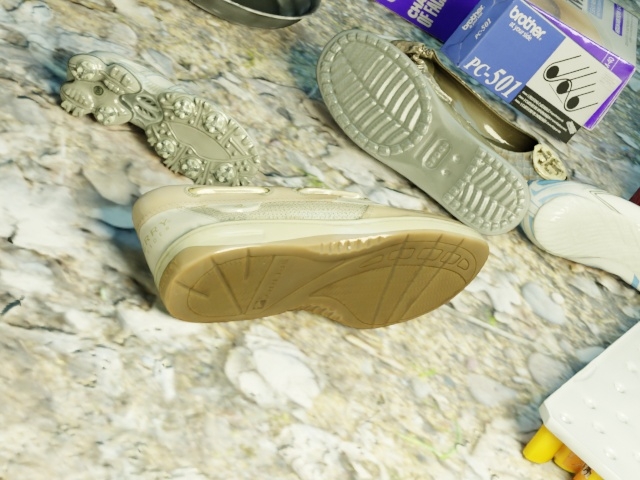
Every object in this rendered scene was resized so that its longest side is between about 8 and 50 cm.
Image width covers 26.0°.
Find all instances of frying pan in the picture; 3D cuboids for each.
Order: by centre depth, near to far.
[{"bbox_3d":[-0.106,-0.249,1.377,0.197,0.053,0.326,30,31,-3],"label":"frying pan"}]

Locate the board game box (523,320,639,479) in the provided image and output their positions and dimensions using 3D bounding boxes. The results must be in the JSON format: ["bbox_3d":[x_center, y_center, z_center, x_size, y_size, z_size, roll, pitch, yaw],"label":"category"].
[{"bbox_3d":[0.390,0.222,1.150,0.390,0.050,0.390,42,30,16],"label":"board game box"}]

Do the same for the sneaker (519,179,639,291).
[{"bbox_3d":[0.296,-0.003,1.367,0.237,0.085,0.086,22,23,-24],"label":"sneaker"}]

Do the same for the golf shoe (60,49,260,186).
[{"bbox_3d":[-0.123,-0.109,1.141,0.176,0.069,0.086,31,23,-5],"label":"golf shoe"}]

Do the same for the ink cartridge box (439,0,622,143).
[{"bbox_3d":[0.232,-0.191,1.515,0.207,0.097,0.046,28,19,-41],"label":"ink cartridge box"}]

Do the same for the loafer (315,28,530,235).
[{"bbox_3d":[0.095,-0.099,1.327,0.251,0.094,0.087,47,6,6],"label":"loafer"}]

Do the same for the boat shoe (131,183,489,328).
[{"bbox_3d":[0.000,0.000,1.055,0.302,0.109,0.098,-1,44,-36],"label":"boat shoe"}]

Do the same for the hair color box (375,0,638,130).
[{"bbox_3d":[0.221,-0.292,1.701,0.339,0.110,0.185,29,31,-3],"label":"hair color box"}]

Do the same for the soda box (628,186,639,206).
[{"bbox_3d":[0.423,-0.089,1.429,0.092,0.263,0.083,28,30,-8],"label":"soda box"}]

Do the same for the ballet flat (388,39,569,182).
[{"bbox_3d":[0.163,-0.130,1.449,0.250,0.058,0.084,40,31,13],"label":"ballet flat"}]
